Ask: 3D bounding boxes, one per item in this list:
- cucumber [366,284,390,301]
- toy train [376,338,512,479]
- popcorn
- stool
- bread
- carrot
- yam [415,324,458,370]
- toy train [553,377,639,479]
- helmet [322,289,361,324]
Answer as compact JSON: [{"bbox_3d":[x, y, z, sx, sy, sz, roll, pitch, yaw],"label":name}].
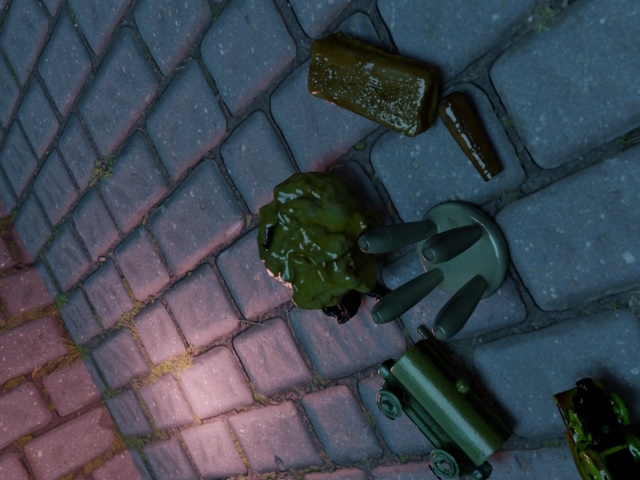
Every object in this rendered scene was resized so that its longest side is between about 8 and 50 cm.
[{"bbox_3d":[0.128,0.117,1.458,0.133,0.032,0.032,29,129,36],"label":"cucumber"},{"bbox_3d":[0.239,0.345,1.367,0.307,0.126,0.189,47,146,18],"label":"toy train"},{"bbox_3d":[0.000,0.000,1.398,0.252,0.215,0.286,-4,105,15],"label":"popcorn"},{"bbox_3d":[0.204,0.047,1.212,0.195,0.199,0.195,7,114,44],"label":"stool"},{"bbox_3d":[0.094,-0.293,1.247,0.271,0.077,0.139,29,125,34],"label":"bread"},{"bbox_3d":[0.254,-0.177,1.156,0.055,0.055,0.161,-26,96,51],"label":"carrot"},{"bbox_3d":[0.239,0.220,1.399,0.116,0.021,0.021,48,138,21],"label":"yam"},{"bbox_3d":[0.476,0.373,1.115,0.160,0.100,0.296,79,173,-73],"label":"toy train"},{"bbox_3d":[0.041,0.126,1.528,0.123,0.070,0.098,38,144,37],"label":"helmet"}]
